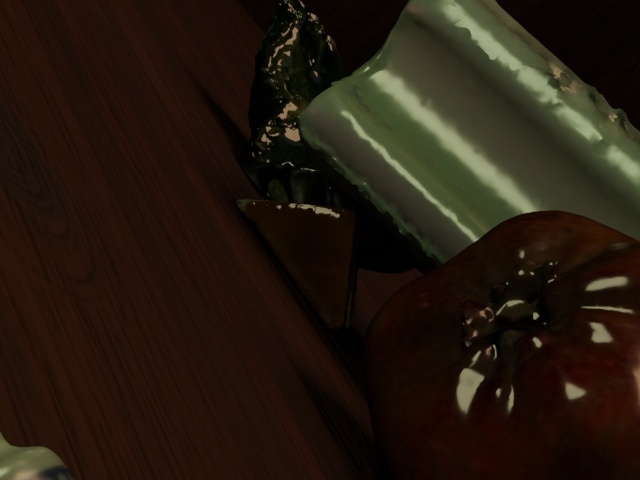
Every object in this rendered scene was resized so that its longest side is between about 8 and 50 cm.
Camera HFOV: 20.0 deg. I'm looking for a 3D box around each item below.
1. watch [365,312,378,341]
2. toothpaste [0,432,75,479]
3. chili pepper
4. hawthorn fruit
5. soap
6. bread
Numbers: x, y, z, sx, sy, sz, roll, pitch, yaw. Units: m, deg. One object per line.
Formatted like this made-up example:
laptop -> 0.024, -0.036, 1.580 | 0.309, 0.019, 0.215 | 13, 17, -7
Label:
watch -> 0.115, 0.135, 1.257 | 0.193, 0.068, 0.206 | 59, 11, 28
toothpaste -> -0.027, 0.108, 0.326 | 0.216, 0.037, 0.062 | 57, 5, 6
chili pepper -> 0.003, -0.058, 1.409 | 0.264, 0.116, 0.148 | 59, -3, 48
hawthorn fruit -> 0.134, 0.116, 0.942 | 0.248, 0.208, 0.208 | 66, -3, -34
soap -> 0.206, 0.049, 1.169 | 0.446, 0.156, 0.261 | 43, -2, 17
bread -> 0.000, 0.000, 1.162 | 0.109, 0.062, 0.043 | 50, 6, 6
